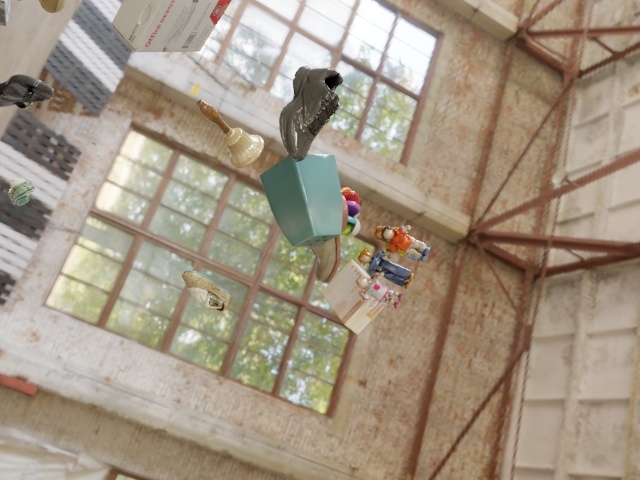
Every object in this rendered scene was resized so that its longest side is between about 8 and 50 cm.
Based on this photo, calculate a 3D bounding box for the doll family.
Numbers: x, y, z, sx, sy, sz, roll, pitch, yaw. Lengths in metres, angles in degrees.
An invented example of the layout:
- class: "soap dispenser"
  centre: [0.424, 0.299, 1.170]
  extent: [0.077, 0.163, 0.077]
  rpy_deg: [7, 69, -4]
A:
- class: "doll family"
  centre: [0.191, 0.054, 1.909]
  extent: [0.263, 0.163, 0.118]
  rpy_deg: [-64, 172, 25]

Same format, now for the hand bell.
- class: "hand bell"
  centre: [-0.288, -0.336, 2.051]
  extent: [0.126, 0.242, 0.126]
  rpy_deg: [-19, -130, 24]

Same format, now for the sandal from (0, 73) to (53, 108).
- class: "sandal"
  centre: [-0.731, -0.342, 1.646]
  extent: [0.254, 0.097, 0.055]
  rpy_deg: [-2, -108, 35]

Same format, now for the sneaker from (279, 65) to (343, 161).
- class: "sneaker"
  centre: [-0.020, -0.333, 1.757]
  extent: [0.130, 0.109, 0.286]
  rpy_deg: [2, -113, 26]

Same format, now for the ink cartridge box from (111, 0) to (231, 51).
- class: "ink cartridge box"
  centre: [-0.395, -0.616, 1.843]
  extent: [0.197, 0.114, 0.273]
  rpy_deg: [-48, 169, 30]

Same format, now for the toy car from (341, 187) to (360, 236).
- class: "toy car"
  centre: [0.088, -0.112, 2.487]
  extent: [0.136, 0.159, 0.182]
  rpy_deg: [-40, -143, 43]

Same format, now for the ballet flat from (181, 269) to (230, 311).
- class: "ballet flat"
  centre: [-0.320, 0.149, 1.934]
  extent: [0.073, 0.206, 0.067]
  rpy_deg: [-7, -117, 28]

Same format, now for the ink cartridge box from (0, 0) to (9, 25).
- class: "ink cartridge box"
  centre: [-0.936, -0.656, 1.868]
  extent: [0.332, 0.165, 0.065]
  rpy_deg: [-172, -89, -67]

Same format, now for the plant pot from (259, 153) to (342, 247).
- class: "plant pot"
  centre: [-0.038, -0.107, 1.964]
  extent: [0.165, 0.165, 0.234]
  rpy_deg: [-27, -106, 45]

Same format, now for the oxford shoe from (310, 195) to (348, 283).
- class: "oxford shoe"
  centre: [0.000, 0.000, 2.316]
  extent: [0.123, 0.130, 0.348]
  rpy_deg: [-121, -149, -51]

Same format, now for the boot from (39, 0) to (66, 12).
- class: "boot"
  centre: [-0.638, -0.577, 1.541]
  extent: [0.213, 0.077, 0.165]
  rpy_deg: [116, -4, -49]

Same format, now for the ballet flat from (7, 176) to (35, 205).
- class: "ballet flat"
  centre: [-0.834, -0.141, 1.897]
  extent: [0.188, 0.070, 0.070]
  rpy_deg: [-17, -130, 58]

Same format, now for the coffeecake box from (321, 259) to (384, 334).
- class: "coffeecake box"
  centre: [0.102, 0.166, 2.050]
  extent: [0.142, 0.068, 0.185]
  rpy_deg: [-47, -145, 5]
